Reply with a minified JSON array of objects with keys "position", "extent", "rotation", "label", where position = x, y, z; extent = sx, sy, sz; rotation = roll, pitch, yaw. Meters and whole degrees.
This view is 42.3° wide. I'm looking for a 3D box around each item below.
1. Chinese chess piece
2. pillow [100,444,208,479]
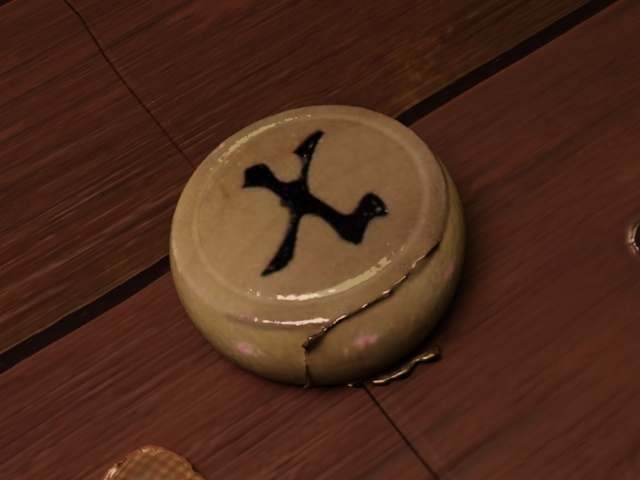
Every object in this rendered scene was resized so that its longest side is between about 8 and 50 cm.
[{"position":[0.000,0.000,0.634],"extent":[0.238,0.092,0.237],"rotation":[-6,53,8],"label":"Chinese chess piece"},{"position":[-0.078,0.218,0.524],"extent":[0.211,0.034,0.135],"rotation":[17,61,26],"label":"pillow"}]
